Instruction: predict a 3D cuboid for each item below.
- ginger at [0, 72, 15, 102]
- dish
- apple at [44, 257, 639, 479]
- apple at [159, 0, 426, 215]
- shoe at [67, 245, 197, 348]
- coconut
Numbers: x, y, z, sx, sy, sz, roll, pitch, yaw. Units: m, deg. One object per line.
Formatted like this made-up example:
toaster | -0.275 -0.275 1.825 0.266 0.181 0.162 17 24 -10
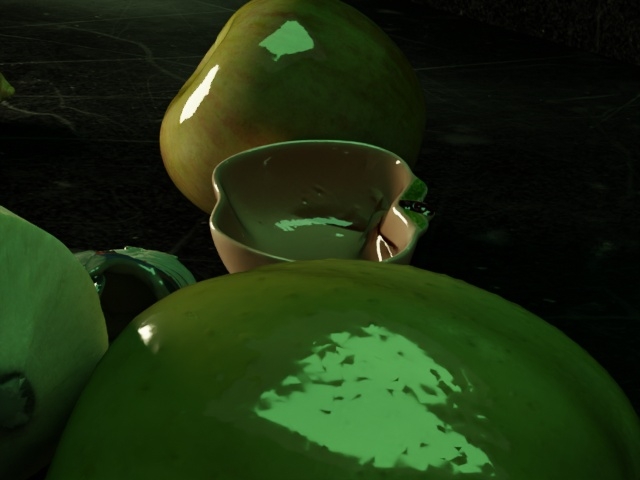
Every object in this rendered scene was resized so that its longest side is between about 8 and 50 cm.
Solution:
ginger | -0.492 -0.158 1.804 0.348 0.122 0.363 -12 13 -24
dish | 0.000 0.000 1.439 0.213 0.090 0.213 2 34 -1
apple | 0.033 0.159 0.976 0.360 0.311 0.320 10 62 20
apple | -0.024 -0.118 1.626 0.234 0.257 0.257 35 10 -15
shoe | -0.196 0.052 1.229 0.228 0.099 0.125 6 14 -15
coconut | -0.239 0.067 1.001 0.202 0.202 0.222 -4 15 -30
